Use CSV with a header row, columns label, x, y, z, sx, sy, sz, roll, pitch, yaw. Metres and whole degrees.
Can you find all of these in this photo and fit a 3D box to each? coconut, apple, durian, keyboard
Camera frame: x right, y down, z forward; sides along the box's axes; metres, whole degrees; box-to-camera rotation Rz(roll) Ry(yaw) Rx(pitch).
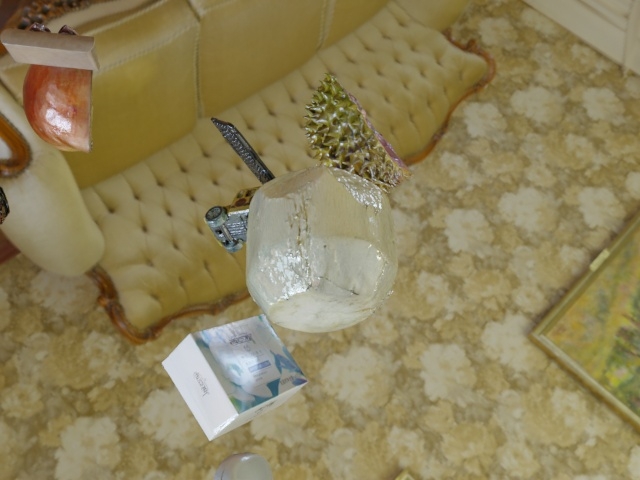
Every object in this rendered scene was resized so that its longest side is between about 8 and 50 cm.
label,x,y,z,sx,sy,sz,roll,pitch,yaw
coconut,0.000,0.000,0.990,0.244,0.247,0.245,-2,150,-1
apple,-0.639,-0.336,1.566,0.163,0.251,0.293,1,179,-18
durian,0.065,-0.196,1.246,0.154,0.260,0.186,-44,178,-12
keyboard,-0.166,-0.191,1.528,0.016,0.106,0.262,-51,133,-14

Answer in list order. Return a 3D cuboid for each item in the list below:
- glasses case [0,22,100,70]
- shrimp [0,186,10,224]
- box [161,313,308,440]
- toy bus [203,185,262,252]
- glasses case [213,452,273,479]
label,x,y,z,sx,sy,sz,roll,pitch,yaw
glasses case,-0.573,-0.420,1.394,0.102,0.193,0.070,102,-7,-73
shrimp,-0.596,-0.060,1.114,0.066,0.117,0.262,-33,-152,8
box,-0.184,0.296,1.443,0.116,0.203,0.274,-45,161,25
toy bus,-0.100,-0.066,1.495,0.121,0.335,0.123,62,29,-42
glasses case,-0.078,0.312,0.630,0.049,0.197,0.076,-9,163,29
